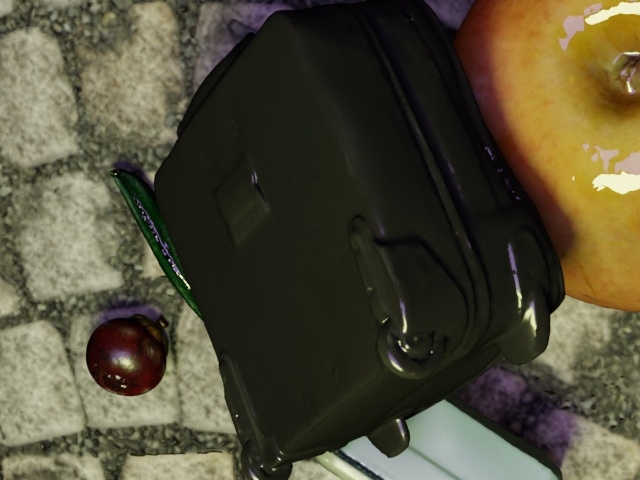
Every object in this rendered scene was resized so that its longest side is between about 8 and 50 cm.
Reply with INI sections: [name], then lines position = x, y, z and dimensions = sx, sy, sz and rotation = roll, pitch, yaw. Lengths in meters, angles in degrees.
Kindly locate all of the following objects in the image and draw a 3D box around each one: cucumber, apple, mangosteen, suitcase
[cucumber]
position = -0.145, 0.007, 1.806
dimensions = 0.033, 0.036, 0.184
rotation = -30, 92, 4
[apple]
position = 0.275, -0.115, 1.552
dimensions = 0.364, 0.364, 0.364
rotation = 2, 98, 12
[mangosteen]
position = -0.186, 0.109, 1.811
dimensions = 0.081, 0.081, 0.081
rotation = 2, 98, 12
[suitcase]
position = 0.012, -0.006, 1.520
dimensions = 0.188, 0.345, 0.339
rotation = -16, 74, -28

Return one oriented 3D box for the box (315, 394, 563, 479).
[box]
position = 0.111, 0.212, 1.722
dimensions = 0.227, 0.162, 0.130
rotation = 32, 92, 6
